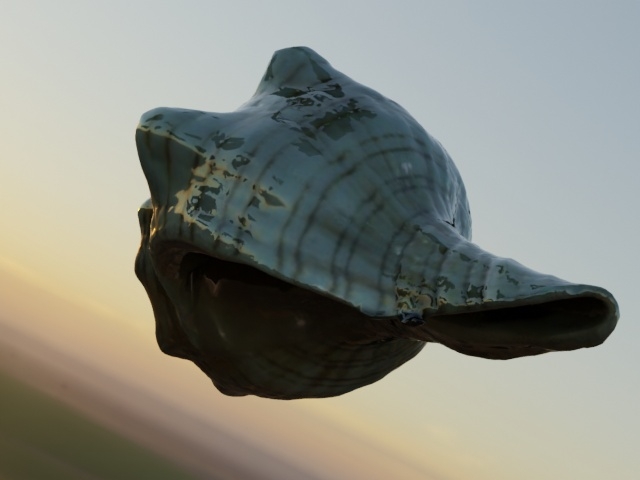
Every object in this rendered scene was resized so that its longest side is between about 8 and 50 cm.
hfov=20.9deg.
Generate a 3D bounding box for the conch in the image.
[{"bbox_3d":[0.001,-0.013,0.860,0.203,0.170,0.386,14,-17,-28],"label":"conch"}]
